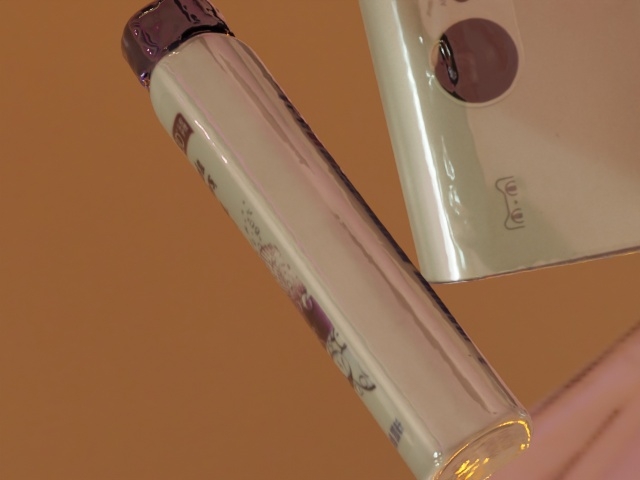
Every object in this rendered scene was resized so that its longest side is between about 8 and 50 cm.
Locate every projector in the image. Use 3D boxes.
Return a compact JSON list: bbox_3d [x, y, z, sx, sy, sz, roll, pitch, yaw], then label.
[{"bbox_3d":[0.179,-0.118,1.509,0.248,0.249,0.249,-41,-61,-76],"label":"projector"}]

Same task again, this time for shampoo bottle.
[{"bbox_3d":[0.000,0.000,1.256,0.078,0.134,0.359,-37,-112,0],"label":"shampoo bottle"}]
